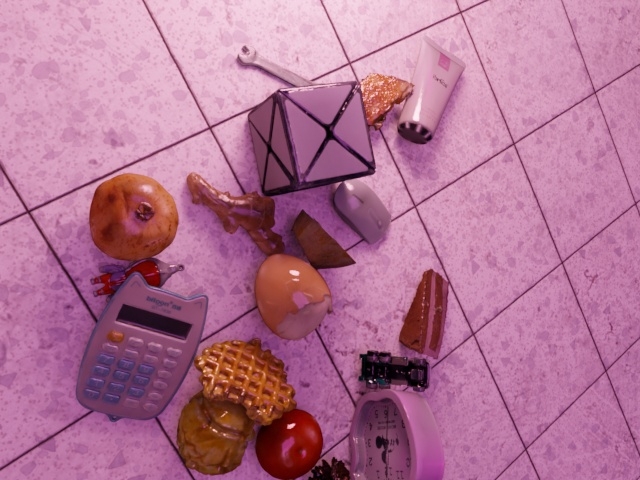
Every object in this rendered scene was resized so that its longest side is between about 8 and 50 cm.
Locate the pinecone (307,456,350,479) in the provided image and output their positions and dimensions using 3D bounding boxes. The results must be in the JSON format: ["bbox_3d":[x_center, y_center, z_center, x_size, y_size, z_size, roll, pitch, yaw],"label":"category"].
[{"bbox_3d":[0.026,0.701,1.533,0.121,0.140,0.140,-25,101,9],"label":"pinecone"}]

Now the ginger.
[{"bbox_3d":[-0.220,-0.079,1.454,0.333,0.081,0.148,29,93,-21],"label":"ginger"}]

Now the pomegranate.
[{"bbox_3d":[-0.450,-0.053,1.270,0.215,0.215,0.215,0,89,-25],"label":"pomegranate"}]

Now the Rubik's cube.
[{"bbox_3d":[-0.026,-0.273,1.447,0.259,0.260,0.255,-15,96,-27],"label":"Rubik's cube"}]

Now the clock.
[{"bbox_3d":[0.206,0.594,1.505,0.102,0.338,0.338,13,84,-27],"label":"clock"}]

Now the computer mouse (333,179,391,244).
[{"bbox_3d":[0.132,-0.090,1.620,0.231,0.079,0.128,39,76,-23],"label":"computer mouse"}]

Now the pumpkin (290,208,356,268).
[{"bbox_3d":[-0.008,0.016,1.492,0.110,0.217,0.217,-41,107,4],"label":"pumpkin"}]

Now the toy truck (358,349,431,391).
[{"bbox_3d":[0.229,0.389,1.605,0.216,0.116,0.110,1,88,18],"label":"toy truck"}]

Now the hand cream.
[{"bbox_3d":[0.357,-0.482,1.715,0.185,0.118,0.359,27,72,-15],"label":"hand cream"}]

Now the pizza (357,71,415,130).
[{"bbox_3d":[0.174,-0.444,1.648,0.147,0.069,0.226,43,77,-5],"label":"pizza"}]

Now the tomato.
[{"bbox_3d":[-0.083,0.566,1.472,0.195,0.136,0.195,1,88,-25],"label":"tomato"}]

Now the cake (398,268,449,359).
[{"bbox_3d":[0.342,0.239,1.718,0.116,0.113,0.295,31,65,-27],"label":"cake"}]

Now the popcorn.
[{"bbox_3d":[-0.267,0.484,1.366,0.204,0.184,0.221,31,78,10],"label":"popcorn"}]

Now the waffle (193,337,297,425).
[{"bbox_3d":[-0.187,0.361,1.370,0.291,0.291,0.051,22,118,-23],"label":"waffle"}]

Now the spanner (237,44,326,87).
[{"bbox_3d":[-0.100,-0.483,1.545,0.302,0.017,0.071,22,80,-24],"label":"spanner"}]

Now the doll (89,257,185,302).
[{"bbox_3d":[-0.457,0.092,1.336,0.227,0.075,0.102,-16,97,-20],"label":"doll"}]

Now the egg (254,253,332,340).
[{"bbox_3d":[-0.080,0.150,1.448,0.201,0.201,0.244,-30,89,-23],"label":"egg"}]

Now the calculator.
[{"bbox_3d":[-0.446,0.278,1.320,0.256,0.054,0.386,22,92,-25],"label":"calculator"}]
